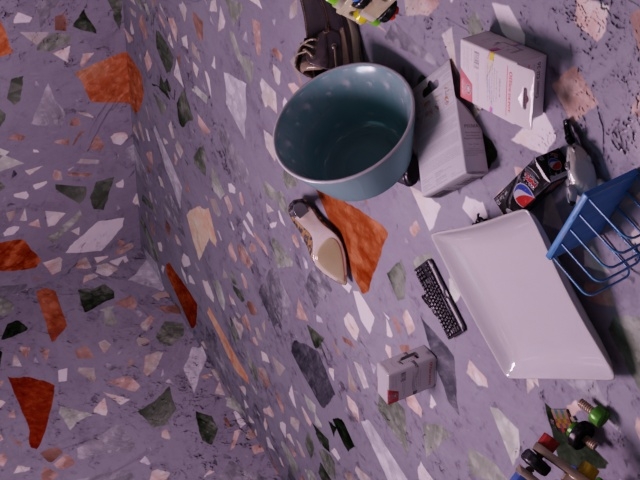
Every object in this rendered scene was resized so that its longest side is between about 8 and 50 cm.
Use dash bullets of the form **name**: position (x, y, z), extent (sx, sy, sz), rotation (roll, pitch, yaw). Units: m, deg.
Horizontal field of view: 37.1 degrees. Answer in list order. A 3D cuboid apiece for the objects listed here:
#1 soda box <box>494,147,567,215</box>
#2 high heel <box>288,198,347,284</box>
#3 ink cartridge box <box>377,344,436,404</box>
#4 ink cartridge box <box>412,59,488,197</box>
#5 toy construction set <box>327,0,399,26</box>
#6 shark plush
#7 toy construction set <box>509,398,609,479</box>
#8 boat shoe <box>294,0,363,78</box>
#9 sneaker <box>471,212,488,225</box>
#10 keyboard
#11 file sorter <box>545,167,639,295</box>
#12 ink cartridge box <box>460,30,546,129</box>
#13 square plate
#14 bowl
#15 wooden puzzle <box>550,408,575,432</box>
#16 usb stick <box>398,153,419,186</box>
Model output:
- **soda box**: position (0.378, -0.097, 1.703), extent (0.053, 0.060, 0.169), rotation (60, 155, 13)
- **high heel**: position (0.000, 0.000, 2.601), extent (0.261, 0.093, 0.186), rotation (59, 179, -6)
- **ink cartridge box**: position (0.207, 0.324, 2.305), extent (0.056, 0.135, 0.099), rotation (46, 147, 48)
- **ink cartridge box**: position (0.254, -0.219, 1.913), extent (0.189, 0.066, 0.232), rotation (149, 121, -66)
- **toy construction set**: position (0.115, -0.519, 1.725), extent (0.327, 0.151, 0.215), rotation (124, 154, -54)
- **shark plush**: position (0.424, -0.120, 1.602), extent (0.161, 0.073, 0.067), rotation (64, -174, 3)
- **toy construction set**: position (0.461, 0.506, 1.738), extent (0.237, 0.309, 0.257), rotation (39, 150, 42)
- **boat shoe**: position (0.016, -0.414, 2.139), extent (0.132, 0.130, 0.355), rotation (-21, 89, 66)
- **sneaker**: position (0.328, -0.023, 1.895), extent (0.098, 0.038, 0.069), rotation (-9, 101, 65)
- **keyboard**: position (0.265, 0.139, 2.177), extent (0.180, 0.023, 0.108), rotation (65, 156, 12)
- **file sorter**: position (0.464, -0.009, 1.526), extent (0.104, 0.118, 0.170), rotation (53, 151, 26)
- **ink cartridge box**: position (0.328, -0.279, 1.661), extent (0.198, 0.067, 0.115), rotation (42, 144, 49)
- **square plate**: position (0.384, 0.108, 1.815), extent (0.344, 0.049, 0.347), rotation (62, 156, -4)
- **bowl**: position (0.073, -0.205, 2.013), extent (0.311, 0.311, 0.163), rotation (48, 176, 40)
- **wooden puzzle**: position (0.484, 0.359, 1.901), extent (0.083, 0.006, 0.049), rotation (-23, 88, 66)
- **usb stick**: position (0.134, -0.183, 2.173), extent (0.278, 0.045, 0.077), rotation (28, 131, 57)
